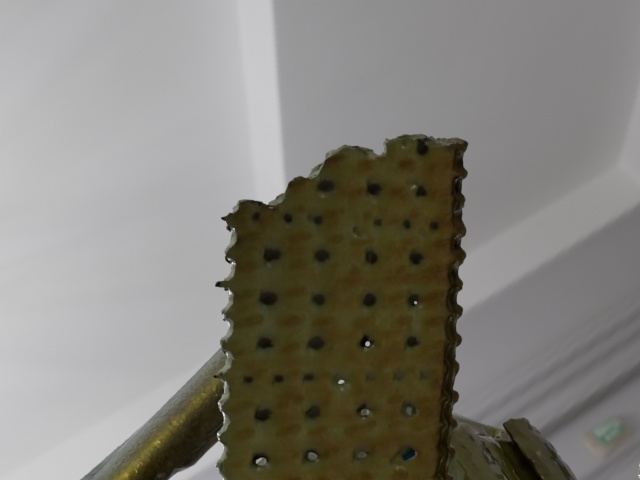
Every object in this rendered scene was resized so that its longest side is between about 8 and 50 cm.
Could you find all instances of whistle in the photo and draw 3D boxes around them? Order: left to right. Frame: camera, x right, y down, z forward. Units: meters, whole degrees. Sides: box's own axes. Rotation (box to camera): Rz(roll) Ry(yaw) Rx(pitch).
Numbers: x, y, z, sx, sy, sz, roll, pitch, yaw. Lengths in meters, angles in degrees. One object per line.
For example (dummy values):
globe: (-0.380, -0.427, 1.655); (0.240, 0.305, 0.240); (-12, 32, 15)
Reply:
whistle: (-0.129, 0.177, 1.204); (0.326, 0.068, 0.057); (-44, 3, -26)

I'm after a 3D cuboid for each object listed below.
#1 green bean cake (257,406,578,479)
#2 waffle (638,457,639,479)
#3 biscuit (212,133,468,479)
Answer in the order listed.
green bean cake: (0.003, 0.220, 0.851); (0.310, 0.202, 0.285); (-42, -31, 21)
waffle: (0.422, 0.288, 1.513); (0.293, 0.069, 0.260); (61, -141, -57)
biscuit: (0.011, 0.047, 0.623); (0.144, 0.016, 0.203); (1, -89, -30)
